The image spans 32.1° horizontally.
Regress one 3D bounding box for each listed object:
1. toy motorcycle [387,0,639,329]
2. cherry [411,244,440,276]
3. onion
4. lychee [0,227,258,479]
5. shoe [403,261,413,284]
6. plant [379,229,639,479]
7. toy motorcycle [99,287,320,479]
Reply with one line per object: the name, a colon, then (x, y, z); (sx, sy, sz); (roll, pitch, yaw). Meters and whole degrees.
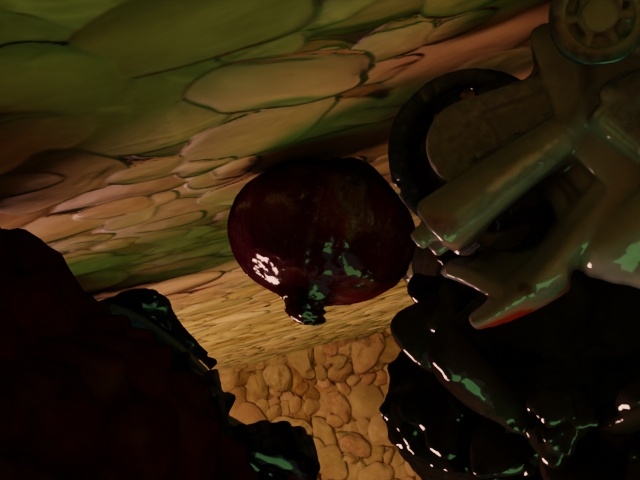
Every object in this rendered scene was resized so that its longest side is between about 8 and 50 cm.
toy motorcycle: (0.163, -0.030, 0.449); (0.260, 0.171, 0.110); (-19, 170, 11)
cherry: (0.155, 0.023, 0.877); (0.176, 0.140, 0.176); (-36, -158, 17)
onion: (0.000, 0.000, 0.620); (0.107, 0.097, 0.107); (4, 164, 1)
lychee: (-0.225, 0.199, 0.480); (0.424, 0.425, 0.500); (-11, 150, -28)
shoe: (0.172, 0.003, 1.063); (0.194, 0.074, 0.077); (-10, 166, -23)
plant: (0.125, 0.076, 0.631); (0.181, 0.194, 0.321); (17, 158, 11)
toy motorcycle: (-0.182, 0.170, 0.940); (0.232, 0.172, 0.416); (-31, 142, 17)
